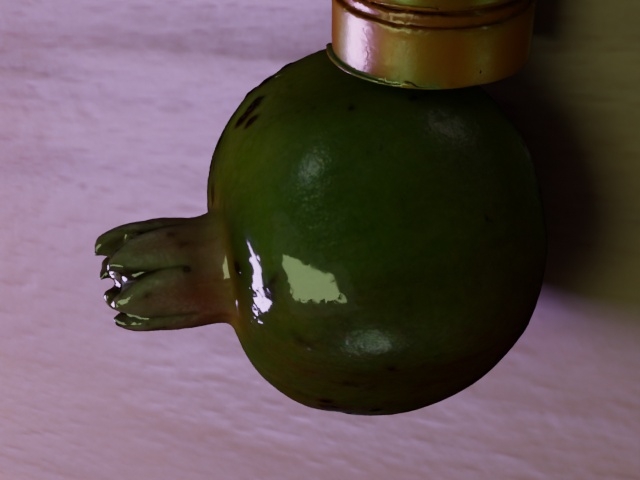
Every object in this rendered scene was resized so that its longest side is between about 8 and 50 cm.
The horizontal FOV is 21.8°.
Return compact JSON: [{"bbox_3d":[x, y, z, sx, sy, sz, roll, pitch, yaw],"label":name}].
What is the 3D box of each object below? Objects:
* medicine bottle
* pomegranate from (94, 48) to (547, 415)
[{"bbox_3d":[0.052,-0.171,0.717,0.096,0.096,0.192,28,128,38],"label":"medicine bottle"},{"bbox_3d":[0.000,0.000,0.778,0.180,0.210,0.180,172,90,-74],"label":"pomegranate"}]
